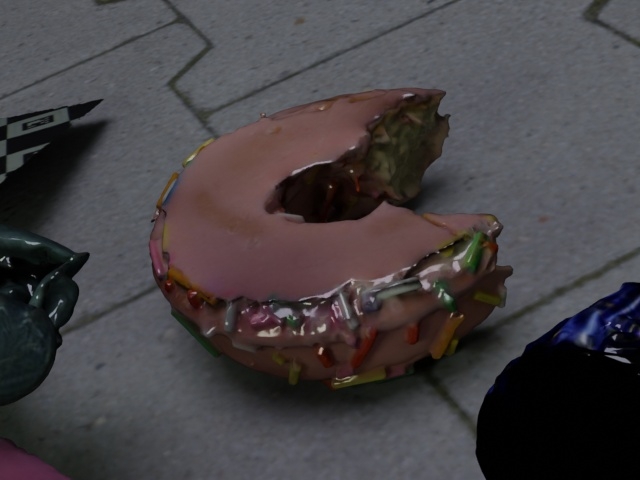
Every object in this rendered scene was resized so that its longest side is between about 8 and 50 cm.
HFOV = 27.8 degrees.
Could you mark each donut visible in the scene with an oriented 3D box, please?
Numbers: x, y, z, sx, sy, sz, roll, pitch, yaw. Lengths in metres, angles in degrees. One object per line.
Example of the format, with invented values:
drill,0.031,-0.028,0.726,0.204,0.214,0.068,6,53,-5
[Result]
donut,0.000,0.000,0.753,0.199,0.085,0.233,-14,35,3

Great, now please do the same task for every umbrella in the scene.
umbrella,-0.209,0.043,0.674,0.143,0.094,0.349,-48,17,-19

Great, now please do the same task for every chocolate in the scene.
chocolate,0.219,0.020,0.622,0.343,0.126,0.148,-38,2,-38

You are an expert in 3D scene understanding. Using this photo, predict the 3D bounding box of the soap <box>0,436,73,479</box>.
soap,-0.182,0.253,0.452,0.233,0.128,0.359,21,50,39

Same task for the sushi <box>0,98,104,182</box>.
sushi,-0.329,-0.019,0.955,0.289,0.050,0.264,-9,22,17
